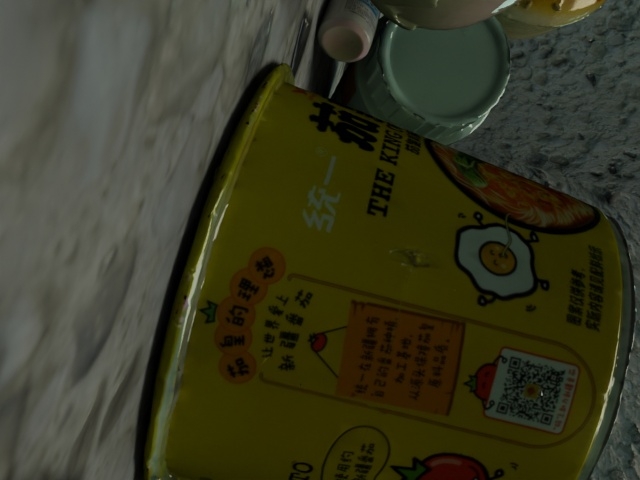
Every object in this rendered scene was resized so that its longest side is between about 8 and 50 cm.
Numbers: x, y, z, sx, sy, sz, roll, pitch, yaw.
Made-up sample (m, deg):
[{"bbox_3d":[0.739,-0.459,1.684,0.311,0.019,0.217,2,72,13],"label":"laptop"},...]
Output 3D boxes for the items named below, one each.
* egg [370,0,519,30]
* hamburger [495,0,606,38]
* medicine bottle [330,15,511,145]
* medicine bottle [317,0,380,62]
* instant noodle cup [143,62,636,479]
[{"bbox_3d":[0.089,-0.232,0.385,0.217,0.183,0.183,119,-8,-47],"label":"egg"},{"bbox_3d":[0.189,-0.345,0.669,0.151,0.295,0.227,132,-21,-71],"label":"hamburger"},{"bbox_3d":[0.101,-0.173,0.778,0.318,0.158,0.158,170,-63,-82],"label":"medicine bottle"},{"bbox_3d":[0.031,-0.220,0.623,0.052,0.052,0.089,102,4,-58],"label":"medicine bottle"},{"bbox_3d":[0.049,0.061,0.479,0.325,0.254,0.326,16,90,-89],"label":"instant noodle cup"}]
